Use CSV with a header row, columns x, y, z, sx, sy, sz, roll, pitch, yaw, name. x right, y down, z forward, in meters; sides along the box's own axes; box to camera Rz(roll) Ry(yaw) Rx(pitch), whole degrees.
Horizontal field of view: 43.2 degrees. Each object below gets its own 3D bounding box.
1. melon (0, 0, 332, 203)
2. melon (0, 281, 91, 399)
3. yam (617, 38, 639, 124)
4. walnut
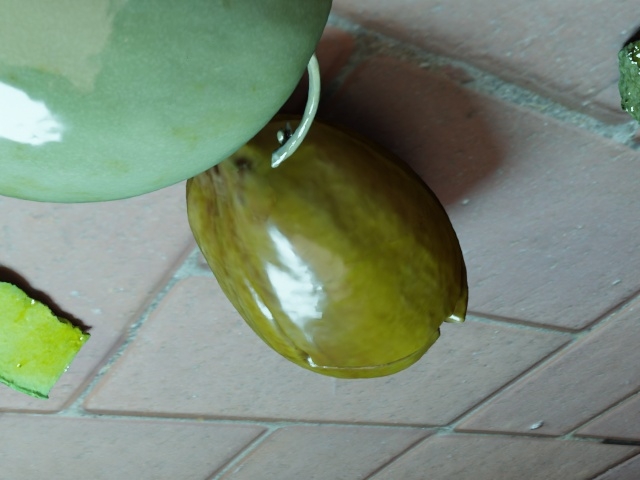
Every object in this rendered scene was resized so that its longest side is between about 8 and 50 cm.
x,y,z,sx,sy,sz,roll,pitch,yaw,name
-0.133,-0.145,0.376,0.308,0.271,0.272,-8,146,-24,melon
-0.313,0.086,0.811,0.114,0.053,0.261,-22,146,-4,melon
0.397,-0.164,0.694,0.259,0.106,0.106,-19,146,2,yam
0.000,0.000,0.686,0.209,0.209,0.336,-29,136,19,walnut
